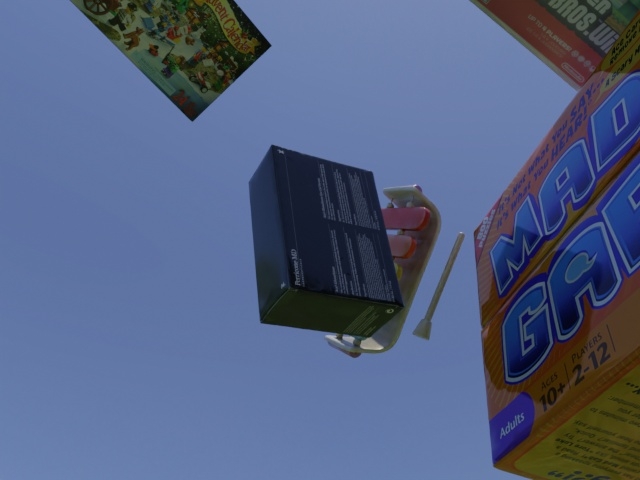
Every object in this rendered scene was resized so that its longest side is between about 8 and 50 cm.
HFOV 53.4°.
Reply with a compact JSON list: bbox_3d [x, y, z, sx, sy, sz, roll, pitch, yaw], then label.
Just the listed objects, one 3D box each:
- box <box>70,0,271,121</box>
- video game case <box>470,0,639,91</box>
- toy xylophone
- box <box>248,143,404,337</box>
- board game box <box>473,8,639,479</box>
[{"bbox_3d":[-0.201,-0.300,0.860,0.159,0.044,0.233,-43,-58,3],"label":"box"},{"bbox_3d":[0.319,-0.308,0.707,0.204,0.025,0.285,38,-30,-6],"label":"video game case"},{"bbox_3d":[0.127,0.055,1.098,0.081,0.322,0.236,25,-15,-22],"label":"toy xylophone"},{"bbox_3d":[0.000,0.000,0.951,0.185,0.261,0.103,14,-41,-28],"label":"box"},{"bbox_3d":[0.411,0.047,0.660,0.357,0.356,0.356,19,-48,-9],"label":"board game box"}]
